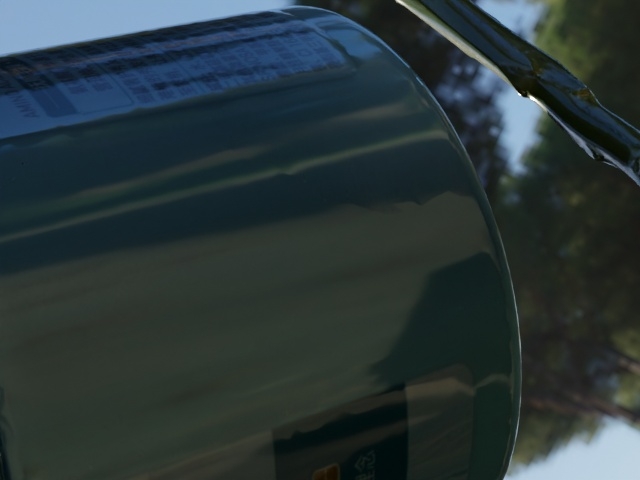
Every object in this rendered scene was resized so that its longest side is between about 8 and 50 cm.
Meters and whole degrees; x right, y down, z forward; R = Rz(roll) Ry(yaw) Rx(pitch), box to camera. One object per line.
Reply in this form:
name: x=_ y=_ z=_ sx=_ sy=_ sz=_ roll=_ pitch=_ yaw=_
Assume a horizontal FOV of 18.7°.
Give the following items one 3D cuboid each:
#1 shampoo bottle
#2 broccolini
shampoo bottle: x=-0.120 y=0.060 z=1.017 sx=0.342 sy=0.331 sz=0.331 roll=-16 pitch=-46 yaw=-29
broccolini: x=0.165 y=-0.064 z=1.098 sx=0.079 sy=0.392 sz=0.074 roll=-18 pitch=-44 yaw=-36
